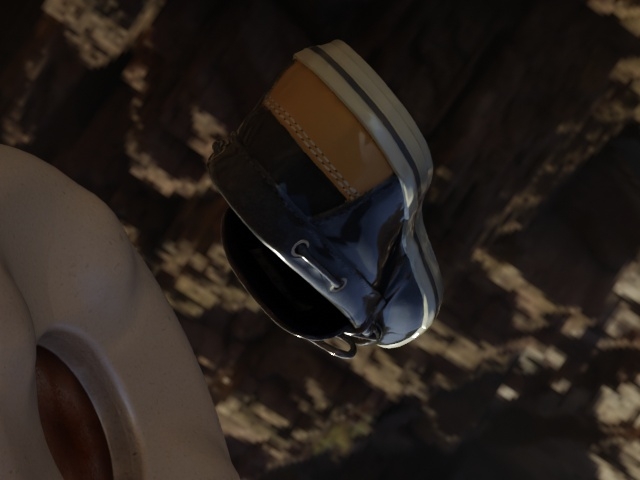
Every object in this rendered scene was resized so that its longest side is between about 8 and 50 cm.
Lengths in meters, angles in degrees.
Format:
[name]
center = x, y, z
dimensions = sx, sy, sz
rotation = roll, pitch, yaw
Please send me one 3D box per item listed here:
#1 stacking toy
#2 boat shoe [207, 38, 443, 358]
[stacking toy]
center = -0.314, 0.179, 0.859
dimensions = 0.480, 0.350, 0.350
rotation = -22, -158, 13
[boat shoe]
center = 0.000, 0.000, 1.245
dimensions = 0.156, 0.187, 0.500
rotation = -39, 164, -8
